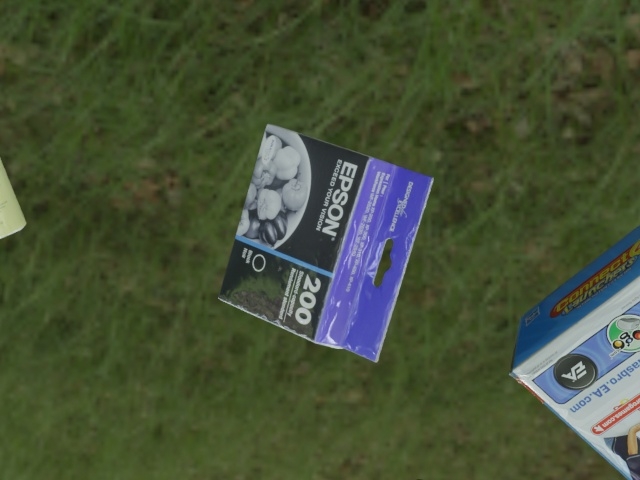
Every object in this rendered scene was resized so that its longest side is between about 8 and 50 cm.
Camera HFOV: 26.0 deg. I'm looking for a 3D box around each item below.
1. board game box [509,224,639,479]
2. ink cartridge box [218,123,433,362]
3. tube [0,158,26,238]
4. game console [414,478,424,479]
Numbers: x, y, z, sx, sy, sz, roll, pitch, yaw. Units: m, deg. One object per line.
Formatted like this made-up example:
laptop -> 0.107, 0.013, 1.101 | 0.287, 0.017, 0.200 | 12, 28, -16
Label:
board game box -> 0.364, 0.094, 1.076 | 0.302, 0.086, 0.308 | 42, 119, -12
ink cartridge box -> 0.000, 0.000, 1.473 | 0.208, 0.206, 0.045 | 20, -173, 36
tube -> -0.438, -0.116, 1.709 | 0.070, 0.240, 0.062 | -31, -162, -37
game console -> 0.080, 0.197, 0.843 | 0.071, 0.107, 0.122 | -45, 168, 37
